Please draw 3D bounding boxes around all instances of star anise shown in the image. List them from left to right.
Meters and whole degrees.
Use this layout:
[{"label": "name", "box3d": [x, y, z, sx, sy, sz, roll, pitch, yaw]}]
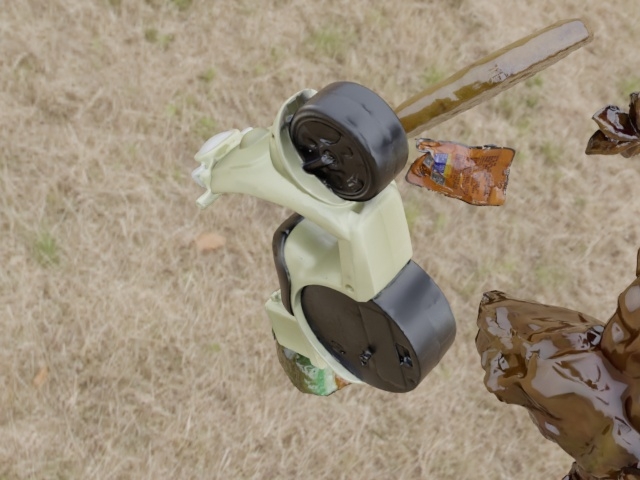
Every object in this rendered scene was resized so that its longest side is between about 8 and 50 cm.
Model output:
[{"label": "star anise", "box3d": [0.437, -0.159, 1.176, 0.168, 0.168, 0.057, -12, 61, -24]}, {"label": "star anise", "box3d": [0.176, 0.082, 0.370, 0.148, 0.346, 0.237, 17, 96, -10]}]

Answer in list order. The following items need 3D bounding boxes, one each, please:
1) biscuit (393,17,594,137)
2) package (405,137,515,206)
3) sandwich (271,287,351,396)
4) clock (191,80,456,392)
[{"label": "biscuit", "box3d": [0.199, -0.202, 1.151, 0.359, 0.359, 0.046, -27, 90, -31]}, {"label": "package", "box3d": [0.149, -0.075, 0.916, 0.111, 0.077, 0.033, 14, 23, 8]}, {"label": "sandwich", "box3d": [0.026, 0.095, 1.228, 0.212, 0.109, 0.292, 9, 34, 15]}, {"label": "clock", "box3d": [0.000, 0.000, 0.898, 0.277, 0.378, 0.120, 17, 47, 40]}]
